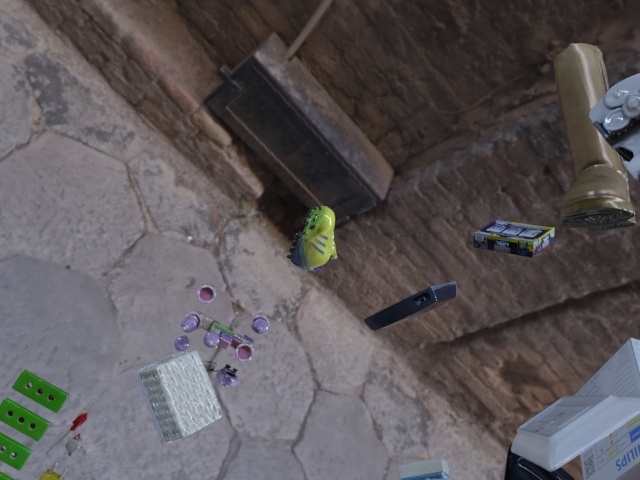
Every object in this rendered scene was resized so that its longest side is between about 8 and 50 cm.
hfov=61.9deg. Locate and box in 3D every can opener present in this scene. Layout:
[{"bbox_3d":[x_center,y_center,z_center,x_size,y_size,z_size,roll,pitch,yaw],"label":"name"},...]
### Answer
[{"bbox_3d":[0.349,-0.055,0.500,0.093,0.074,0.280,27,38,-37],"label":"can opener"}]

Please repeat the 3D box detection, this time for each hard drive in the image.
[{"bbox_3d":[0.268,0.196,1.571,0.172,0.255,0.054,-3,66,-51],"label":"hard drive"}]

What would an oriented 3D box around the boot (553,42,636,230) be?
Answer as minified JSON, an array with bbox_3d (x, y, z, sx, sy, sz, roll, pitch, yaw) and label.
[{"bbox_3d":[0.380,-0.154,0.769,0.236,0.089,0.269,6,76,-58],"label":"boot"}]

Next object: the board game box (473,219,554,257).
[{"bbox_3d":[0.532,-0.008,1.473,0.141,0.170,0.048,-21,114,-42],"label":"board game box"}]

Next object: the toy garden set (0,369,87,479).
[{"bbox_3d":[-0.603,0.430,1.136,0.204,0.049,0.244,32,83,-4],"label":"toy garden set"}]

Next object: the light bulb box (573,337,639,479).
[{"bbox_3d":[0.939,0.550,1.550,0.226,0.357,0.361,16,43,3],"label":"light bulb box"}]

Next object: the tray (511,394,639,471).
[{"bbox_3d":[0.338,0.253,0.741,0.030,0.145,0.270,55,-2,19],"label":"tray"}]

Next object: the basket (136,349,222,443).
[{"bbox_3d":[-0.292,0.324,1.122,0.113,0.103,0.167,-19,85,-43],"label":"basket"}]

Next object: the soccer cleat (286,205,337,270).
[{"bbox_3d":[0.000,-0.001,1.359,0.121,0.289,0.093,24,62,-6],"label":"soccer cleat"}]

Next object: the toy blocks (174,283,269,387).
[{"bbox_3d":[-0.361,0.349,1.857,0.289,0.308,0.260,30,1,-6],"label":"toy blocks"}]

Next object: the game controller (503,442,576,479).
[{"bbox_3d":[0.441,0.505,0.948,0.319,0.067,0.166,42,51,-9],"label":"game controller"}]

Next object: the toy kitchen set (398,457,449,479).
[{"bbox_3d":[0.313,0.692,1.420,0.207,0.122,0.166,44,33,-45],"label":"toy kitchen set"}]
